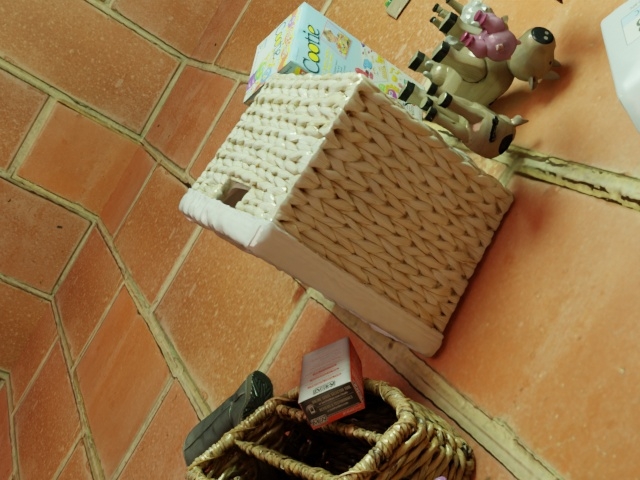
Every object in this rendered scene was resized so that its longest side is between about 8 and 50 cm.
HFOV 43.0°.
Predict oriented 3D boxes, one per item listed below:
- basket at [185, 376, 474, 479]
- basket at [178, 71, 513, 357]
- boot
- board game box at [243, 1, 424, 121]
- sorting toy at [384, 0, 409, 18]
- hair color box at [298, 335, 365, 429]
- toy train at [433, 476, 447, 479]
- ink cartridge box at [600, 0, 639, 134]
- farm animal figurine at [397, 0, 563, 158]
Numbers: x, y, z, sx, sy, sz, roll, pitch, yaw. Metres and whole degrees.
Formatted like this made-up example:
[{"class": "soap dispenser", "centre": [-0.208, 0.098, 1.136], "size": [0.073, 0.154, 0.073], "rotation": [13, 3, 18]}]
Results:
[{"class": "basket", "centre": [0.010, 0.263, 1.011], "size": [0.299, 0.223, 0.213], "rotation": [-2, 62, 60]}, {"class": "basket", "centre": [0.028, -0.051, 1.163], "size": [0.266, 0.331, 0.328], "rotation": [-60, 28, -3]}, {"class": "boot", "centre": [-0.166, 0.339, 1.397], "size": [0.208, 0.076, 0.189], "rotation": [-40, 19, 22]}, {"class": "board game box", "centre": [0.028, -0.250, 1.401], "size": [0.142, 0.275, 0.144], "rotation": [-30, 40, 45]}, {"class": "sorting toy", "centre": [0.160, -0.498, 1.695], "size": [0.062, 0.012, 0.083], "rotation": [-58, 31, 16]}, {"class": "hair color box", "centre": [0.014, 0.177, 1.028], "size": [0.072, 0.043, 0.141], "rotation": [-24, 13, 8]}, {"class": "toy train", "centre": [0.149, 0.317, 0.841], "size": [0.166, 0.125, 0.046], "rotation": [-59, -1, 19]}, {"class": "ink cartridge box", "centre": [0.457, -0.179, 0.814], "size": [0.308, 0.091, 0.384], "rotation": [-36, 35, 40]}, {"class": "farm animal figurine", "centre": [0.241, -0.237, 1.161], "size": [0.330, 0.172, 0.327], "rotation": [-66, 12, -16]}]
